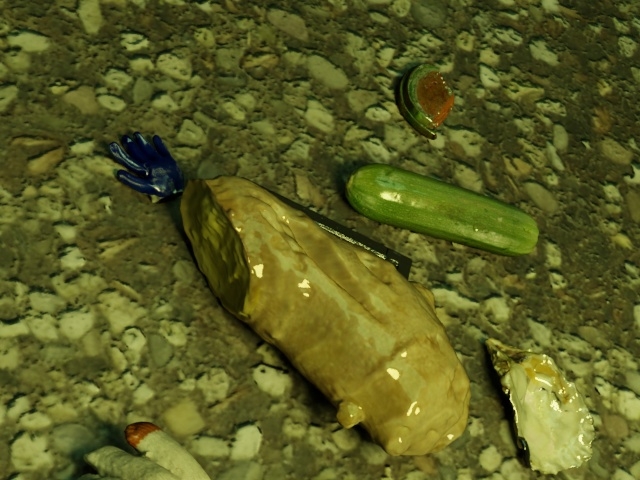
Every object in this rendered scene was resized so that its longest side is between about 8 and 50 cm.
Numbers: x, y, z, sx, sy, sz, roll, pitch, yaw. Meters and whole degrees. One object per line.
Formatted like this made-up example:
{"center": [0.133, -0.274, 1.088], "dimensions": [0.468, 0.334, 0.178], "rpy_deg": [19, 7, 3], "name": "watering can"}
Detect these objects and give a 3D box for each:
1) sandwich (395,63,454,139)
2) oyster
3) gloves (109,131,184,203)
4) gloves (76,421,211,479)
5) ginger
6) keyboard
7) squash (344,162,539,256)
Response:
{"center": [0.122, -0.167, 1.681], "dimensions": [0.069, 0.026, 0.101], "rpy_deg": [32, 48, -4], "name": "sandwich"}
{"center": [0.222, 0.173, 1.480], "dimensions": [0.146, 0.045, 0.121], "rpy_deg": [36, 44, -11], "name": "oyster"}
{"center": [-0.175, -0.074, 1.452], "dimensions": [0.064, 0.026, 0.086], "rpy_deg": [-19, 68, -35], "name": "gloves"}
{"center": [-0.135, 0.246, 1.182], "dimensions": [0.140, 0.131, 0.218], "rpy_deg": [9, 63, -26], "name": "gloves"}
{"center": [0.004, 0.062, 1.387], "dimensions": [0.354, 0.126, 0.190], "rpy_deg": [39, 53, -1], "name": "ginger"}
{"center": [0.000, 0.000, 1.504], "dimensions": [0.204, 0.013, 0.061], "rpy_deg": [26, 49, -10], "name": "keyboard"}
{"center": [0.132, -0.032, 1.567], "dimensions": [0.229, 0.066, 0.066], "rpy_deg": [16, 52, -20], "name": "squash"}
